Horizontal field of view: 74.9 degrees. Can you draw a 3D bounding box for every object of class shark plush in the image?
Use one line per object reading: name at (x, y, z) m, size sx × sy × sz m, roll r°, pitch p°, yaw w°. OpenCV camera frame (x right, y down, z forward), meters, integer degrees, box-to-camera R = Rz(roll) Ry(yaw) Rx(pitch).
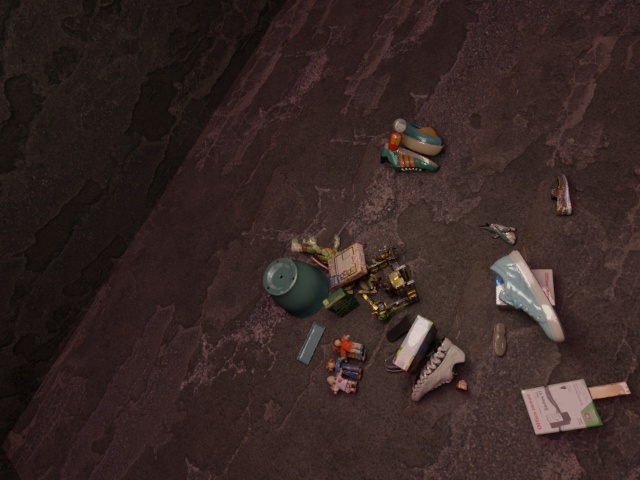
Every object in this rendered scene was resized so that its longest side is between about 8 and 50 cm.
shark plush at (0.753, -0.035, 1.783) m, size 0.161 × 0.073 × 0.067 m, roll 20°, pitch 108°, yaw 28°

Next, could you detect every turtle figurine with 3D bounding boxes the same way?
turtle figurine at (0.000, 0.000, 2.073) m, size 0.267 × 0.274 × 0.198 m, roll 6°, pitch 36°, yaw 34°

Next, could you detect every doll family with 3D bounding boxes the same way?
doll family at (0.109, 0.535, 1.833) m, size 0.163 × 0.118 × 0.262 m, roll 10°, pitch 91°, yaw 24°

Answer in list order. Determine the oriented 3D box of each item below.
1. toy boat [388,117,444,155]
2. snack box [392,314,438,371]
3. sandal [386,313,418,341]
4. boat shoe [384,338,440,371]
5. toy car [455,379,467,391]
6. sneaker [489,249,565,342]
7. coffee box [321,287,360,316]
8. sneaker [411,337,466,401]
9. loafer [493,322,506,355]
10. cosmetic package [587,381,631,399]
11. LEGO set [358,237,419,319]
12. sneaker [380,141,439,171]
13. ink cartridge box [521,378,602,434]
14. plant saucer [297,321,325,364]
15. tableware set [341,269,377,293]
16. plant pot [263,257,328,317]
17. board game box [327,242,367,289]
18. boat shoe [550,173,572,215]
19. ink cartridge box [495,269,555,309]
toy boat at (0.449, -0.505, 2.006) m, size 0.268 × 0.319 × 0.147 m, roll 38°, pitch 125°, yaw 38°
snack box at (0.368, 0.406, 1.608) m, size 0.070 × 0.174 × 0.207 m, roll 25°, pitch 80°, yaw 29°
sandal at (0.363, 0.377, 1.807) m, size 0.179 × 0.040 × 0.067 m, roll -41°, pitch 49°, yaw 22°
boat shoe at (0.375, 0.472, 1.726) m, size 0.255 × 0.079 × 0.095 m, roll -22°, pitch 58°, yaw 17°
toy car at (0.514, 0.552, 1.630) m, size 0.122 × 0.060 × 0.040 m, roll 12°, pitch 69°, yaw 31°
sneaker at (0.746, 0.219, 1.530) m, size 0.150 × 0.135 × 0.365 m, roll -32°, pitch 50°, yaw 22°
coffee box at (0.095, 0.285, 1.893) m, size 0.113 × 0.184 × 0.040 m, roll -37°, pitch 55°, yaw 8°
sneaker at (0.452, 0.524, 1.625) m, size 0.118 × 0.110 × 0.291 m, roll 32°, pitch 107°, yaw 12°
loafer at (0.696, 0.387, 1.630) m, size 0.045 × 0.039 × 0.125 m, roll 11°, pitch 73°, yaw -4°
cosmetic package at (0.972, 0.510, 1.413) m, size 0.115 × 0.060 × 0.041 m, roll -19°, pitch 60°, yaw 20°
LEGO set at (0.276, 0.160, 1.819) m, size 0.255 × 0.192 × 0.331 m, roll -19°, pitch 51°, yaw 8°
sneaker at (0.438, -0.386, 2.086) m, size 0.302 × 0.108 × 0.120 m, roll 28°, pitch 108°, yaw 26°
ink cartridge box at (0.823, 0.577, 1.441) m, size 0.209 × 0.087 × 0.152 m, roll -20°, pitch 59°, yaw 19°
plant saucer at (-0.042, 0.486, 1.973) m, size 0.067 × 0.018 × 0.191 m, roll 19°, pitch 77°, yaw 33°
tableware set at (0.178, 0.203, 1.979) m, size 0.195 × 0.039 × 0.128 m, roll -3°, pitch 55°, yaw 20°
plant pot at (-0.135, 0.211, 2.004) m, size 0.272 × 0.255 × 0.271 m, roll -11°, pitch 64°, yaw 23°
board game box at (0.117, 0.118, 1.890) m, size 0.194 × 0.045 × 0.146 m, roll -33°, pitch 51°, yaw 39°
boat shoe at (0.987, -0.190, 1.723) m, size 0.066 × 0.066 × 0.183 m, roll -8°, pitch 64°, yaw 26°
ink cartridge box at (0.798, 0.193, 1.632) m, size 0.203 × 0.086 × 0.148 m, roll -4°, pitch 67°, yaw 26°
